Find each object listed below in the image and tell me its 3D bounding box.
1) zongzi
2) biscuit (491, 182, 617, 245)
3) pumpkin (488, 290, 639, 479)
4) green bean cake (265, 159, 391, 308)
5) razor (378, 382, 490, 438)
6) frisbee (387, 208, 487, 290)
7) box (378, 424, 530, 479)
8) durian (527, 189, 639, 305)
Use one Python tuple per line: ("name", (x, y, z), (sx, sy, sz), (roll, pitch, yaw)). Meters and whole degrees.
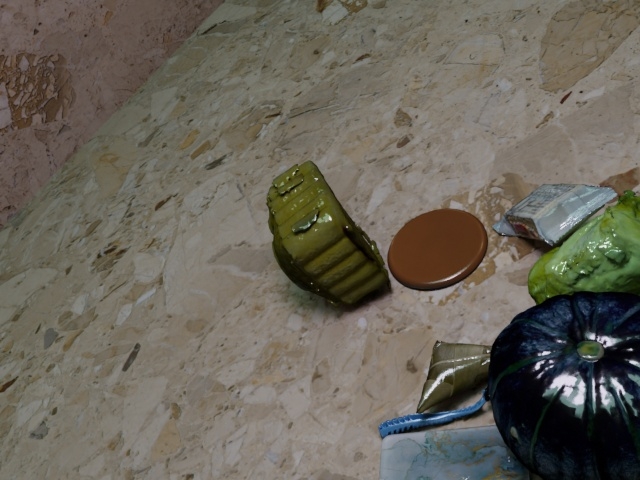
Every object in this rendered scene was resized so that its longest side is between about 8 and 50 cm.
("zongzi", (0.285, 0.278, 1.447), (0.160, 0.079, 0.176), (-6, 34, 29))
("biscuit", (0.497, -0.065, 1.571), (0.186, 0.079, 0.309), (-34, 4, -1))
("pumpkin", (0.468, 0.254, 1.243), (0.363, 0.266, 0.364), (-17, 41, 15))
("green bean cake", (0.000, 0.000, 1.729), (0.202, 0.310, 0.285), (-34, 38, 10))
("razor", (0.235, 0.347, 1.454), (0.253, 0.042, 0.082), (-21, 1, 13))
("frisbee", (0.278, 0.016, 1.755), (0.250, 0.021, 0.251), (-17, 43, 16))
("box", (0.249, 0.424, 1.376), (0.284, 0.044, 0.142), (-12, 42, 20))
("durian", (0.564, 0.037, 1.405), (0.339, 0.255, 0.205), (-44, 46, 34))
